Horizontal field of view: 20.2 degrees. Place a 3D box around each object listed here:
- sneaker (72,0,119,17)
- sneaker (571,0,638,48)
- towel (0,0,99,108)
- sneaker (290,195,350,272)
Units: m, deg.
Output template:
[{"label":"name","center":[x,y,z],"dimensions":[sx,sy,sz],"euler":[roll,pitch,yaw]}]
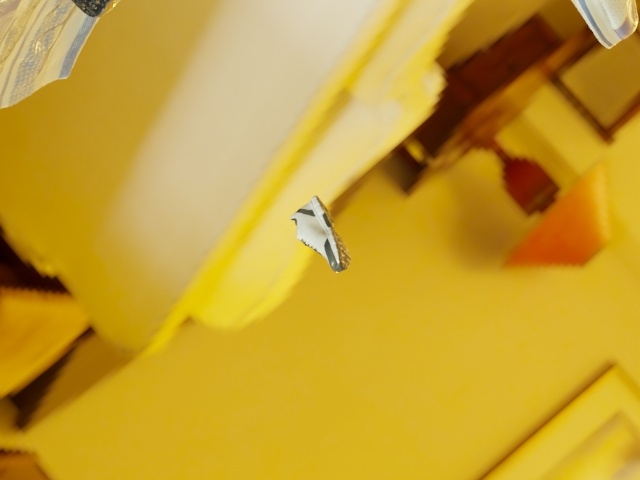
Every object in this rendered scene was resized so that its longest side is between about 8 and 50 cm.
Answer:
[{"label":"sneaker","center":[-0.188,-0.271,1.675],"dimensions":[0.097,0.084,0.234],"euler":[-48,-159,-16]},{"label":"sneaker","center":[0.331,-0.367,2.018],"dimensions":[0.182,0.127,0.315],"euler":[-30,137,7]},{"label":"towel","center":[-0.312,-0.216,1.932],"dimensions":[0.209,0.034,0.285],"euler":[-56,173,32]},{"label":"sneaker","center":[0.000,0.000,2.006],"dimensions":[0.043,0.109,0.040],"euler":[-31,136,6]}]
